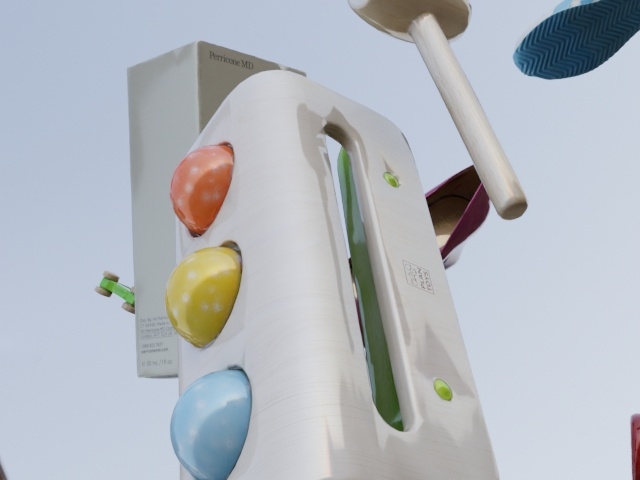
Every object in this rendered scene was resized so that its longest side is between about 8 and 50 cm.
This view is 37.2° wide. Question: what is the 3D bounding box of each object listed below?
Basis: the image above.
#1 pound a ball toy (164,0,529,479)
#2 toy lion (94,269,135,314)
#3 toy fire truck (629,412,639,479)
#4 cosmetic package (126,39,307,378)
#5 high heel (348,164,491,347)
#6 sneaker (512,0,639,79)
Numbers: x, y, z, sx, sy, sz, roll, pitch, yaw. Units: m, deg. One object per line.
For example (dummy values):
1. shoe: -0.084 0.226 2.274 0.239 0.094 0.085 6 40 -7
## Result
1. pound a ball toy: 0.000 0.000 0.501 0.136 0.319 0.208 20 -49 -28
2. toy lion: -0.238 0.081 1.270 0.096 0.100 0.034 31 -96 -52
3. toy fire truck: 0.429 0.313 1.046 0.254 0.170 0.302 25 -113 -71
4. cosmetic package: -0.094 -0.022 0.942 0.160 0.113 0.309 4 -100 -49
5. high heel: 0.100 0.014 1.328 0.377 0.127 0.181 -35 -29 -41
6. sneaker: 0.332 -0.273 1.154 0.229 0.092 0.087 -33 -69 1
